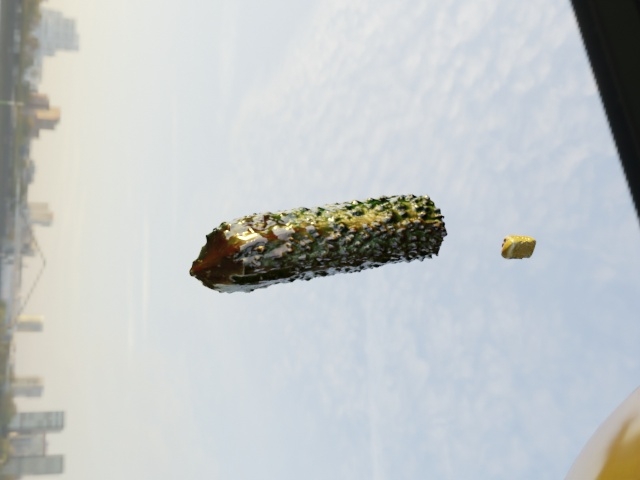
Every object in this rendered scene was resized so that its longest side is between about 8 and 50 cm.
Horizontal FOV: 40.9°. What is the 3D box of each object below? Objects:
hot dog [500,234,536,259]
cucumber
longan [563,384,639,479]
[{"bbox_3d":[0.272,0.008,1.207,0.034,0.090,0.030,26,-74,33],"label":"hot dog"},{"bbox_3d":[0.000,0.000,1.007,0.096,0.359,0.096,8,-79,47],"label":"cucumber"},{"bbox_3d":[0.331,0.241,0.512,0.404,0.436,0.404,47,-11,12],"label":"longan"}]
